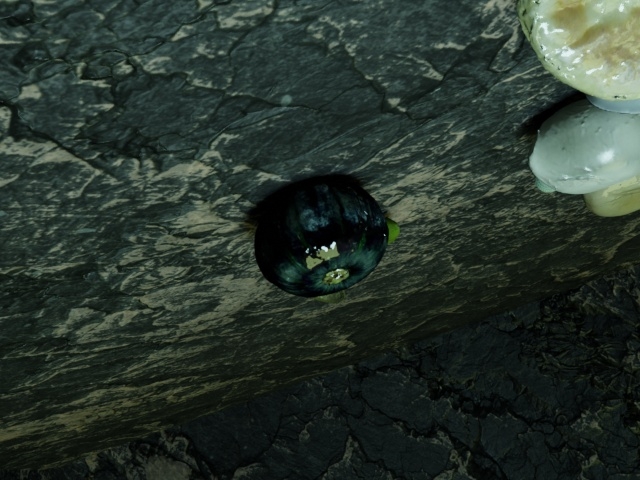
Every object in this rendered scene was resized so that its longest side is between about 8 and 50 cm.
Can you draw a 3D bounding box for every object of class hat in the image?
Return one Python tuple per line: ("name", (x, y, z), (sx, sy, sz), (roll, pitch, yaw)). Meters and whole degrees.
("hat", (-0.002, 0.070, 1.593), (0.146, 0.067, 0.146), (20, 152, 11))

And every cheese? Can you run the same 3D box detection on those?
("cheese", (0.639, -0.137, 1.524), (0.235, 0.117, 0.218), (10, 149, -44))
("cheese", (0.463, -0.163, 1.233), (0.189, 0.155, 0.198), (-12, 175, 43))

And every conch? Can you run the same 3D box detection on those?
("conch", (0.465, -0.134, 1.476), (0.076, 0.056, 0.085), (-43, -174, 14))

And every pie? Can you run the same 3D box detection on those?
("pie", (0.388, -0.290, 0.839), (0.337, 0.075, 0.338), (-7, 138, -6))

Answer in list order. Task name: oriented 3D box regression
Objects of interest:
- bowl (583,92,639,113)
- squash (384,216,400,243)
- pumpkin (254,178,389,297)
("bowl", (0.453, -0.262, 1.009), (0.189, 0.189, 0.086), (-22, 123, 7))
("squash", (0.034, 0.004, 1.423), (0.252, 0.066, 0.066), (-15, 161, -11))
("pumpkin", (0.000, 0.000, 1.232), (0.233, 0.163, 0.233), (-18, 160, -7))
